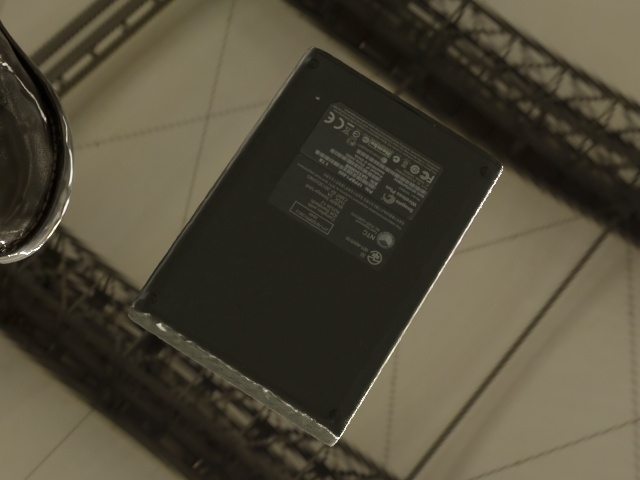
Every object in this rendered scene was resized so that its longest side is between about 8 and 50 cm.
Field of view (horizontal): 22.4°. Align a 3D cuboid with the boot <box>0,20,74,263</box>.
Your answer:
[{"bbox_3d":[-0.246,-0.117,0.827,0.229,0.091,0.263,17,-133,-65],"label":"boot"}]

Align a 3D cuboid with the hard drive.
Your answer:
[{"bbox_3d":[0.000,0.000,0.639,0.094,0.022,0.135,32,-112,2],"label":"hard drive"}]
